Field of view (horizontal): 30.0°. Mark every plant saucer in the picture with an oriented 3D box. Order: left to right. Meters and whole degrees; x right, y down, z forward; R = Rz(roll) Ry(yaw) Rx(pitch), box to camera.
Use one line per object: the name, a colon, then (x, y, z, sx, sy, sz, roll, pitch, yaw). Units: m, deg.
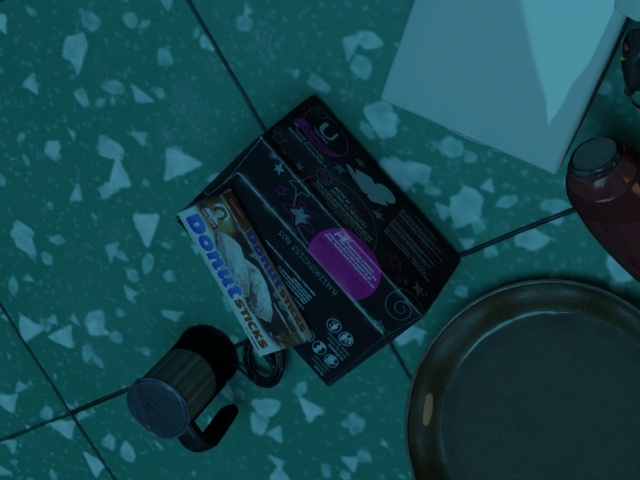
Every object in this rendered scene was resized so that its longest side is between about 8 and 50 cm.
plant saucer: (0.240, 0.197, 1.257, 0.311, 0.050, 0.310, -5, 78, 23)

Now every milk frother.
milk frother: (-0.132, 0.166, 1.431, 0.129, 0.135, 0.143, 42, 123, -1)

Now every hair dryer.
hair dryer: (0.340, -0.049, 1.099, 0.224, 0.080, 0.293, 17, 139, 3)

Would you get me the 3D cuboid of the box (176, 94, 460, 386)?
box: (0.000, 0.000, 1.288, 0.247, 0.142, 0.163, 48, 125, -2)

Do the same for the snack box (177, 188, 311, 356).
snack box: (-0.078, 0.035, 1.242, 0.064, 0.022, 0.178, -20, 105, 34)

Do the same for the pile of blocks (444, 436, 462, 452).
pile of blocks: (0.242, 0.355, 1.347, 0.113, 0.149, 0.362, -22, 103, 31)

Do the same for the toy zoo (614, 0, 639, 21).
toy zoo: (0.336, -0.268, 0.936, 0.030, 0.293, 0.192, 44, 131, 41)

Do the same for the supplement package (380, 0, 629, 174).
supplement package: (0.198, -0.242, 1.059, 0.178, 0.175, 0.293, 25, 121, 9)
